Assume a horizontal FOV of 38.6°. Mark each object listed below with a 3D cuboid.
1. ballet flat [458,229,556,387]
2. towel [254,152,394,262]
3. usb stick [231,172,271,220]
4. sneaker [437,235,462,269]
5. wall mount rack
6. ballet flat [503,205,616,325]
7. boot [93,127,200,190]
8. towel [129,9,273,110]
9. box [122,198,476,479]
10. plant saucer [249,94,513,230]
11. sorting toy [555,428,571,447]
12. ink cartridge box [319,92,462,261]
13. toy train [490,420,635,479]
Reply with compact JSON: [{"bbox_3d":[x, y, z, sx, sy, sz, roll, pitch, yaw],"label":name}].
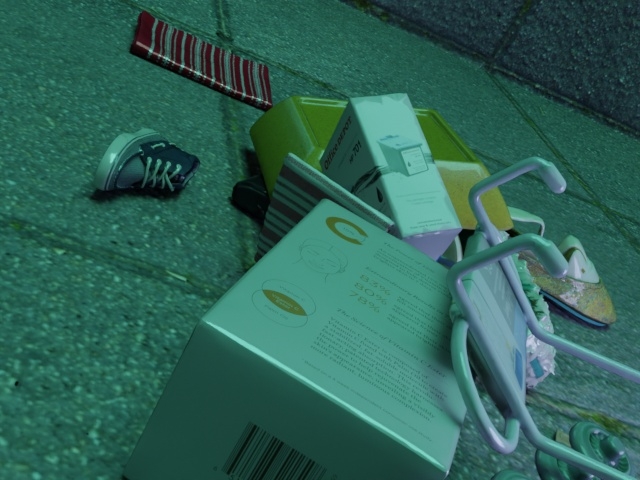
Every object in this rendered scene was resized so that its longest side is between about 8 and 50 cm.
[{"bbox_3d":[0.227,0.061,1.297,0.147,0.147,0.409,20,28,-20],"label":"ballet flat"},{"bbox_3d":[0.000,0.000,1.054,0.144,0.197,0.029,35,50,12],"label":"towel"},{"bbox_3d":[-0.039,-0.082,1.355,0.077,0.045,0.278,27,22,16],"label":"usb stick"},{"bbox_3d":[0.131,0.047,1.143,0.086,0.192,0.064,-11,4,-44],"label":"sneaker"},{"bbox_3d":[0.228,0.096,0.839,0.304,0.131,0.350,60,23,-14],"label":"wall mount rack"},{"bbox_3d":[0.356,0.025,1.490,0.349,0.123,0.123,27,23,-6],"label":"ballet flat"},{"bbox_3d":[-0.212,-0.093,1.149,0.086,0.069,0.190,26,22,0],"label":"boot"},{"bbox_3d":[-0.215,-0.334,1.691,0.275,0.031,0.199,22,25,-16],"label":"towel"},{"bbox_3d":[0.012,0.123,0.837,0.215,0.168,0.345,31,24,5],"label":"box"},{"bbox_3d":[0.080,-0.127,1.317,0.333,0.080,0.333,3,26,-13],"label":"plant saucer"},{"bbox_3d":[0.317,0.260,1.092,0.083,0.012,0.062,28,18,8],"label":"sorting toy"},{"bbox_3d":[0.078,-0.056,1.078,0.082,0.139,0.190,-10,64,-22],"label":"ink cartridge box"},{"bbox_3d":[0.228,0.283,0.805,0.190,0.142,0.334,50,30,22],"label":"toy train"}]
